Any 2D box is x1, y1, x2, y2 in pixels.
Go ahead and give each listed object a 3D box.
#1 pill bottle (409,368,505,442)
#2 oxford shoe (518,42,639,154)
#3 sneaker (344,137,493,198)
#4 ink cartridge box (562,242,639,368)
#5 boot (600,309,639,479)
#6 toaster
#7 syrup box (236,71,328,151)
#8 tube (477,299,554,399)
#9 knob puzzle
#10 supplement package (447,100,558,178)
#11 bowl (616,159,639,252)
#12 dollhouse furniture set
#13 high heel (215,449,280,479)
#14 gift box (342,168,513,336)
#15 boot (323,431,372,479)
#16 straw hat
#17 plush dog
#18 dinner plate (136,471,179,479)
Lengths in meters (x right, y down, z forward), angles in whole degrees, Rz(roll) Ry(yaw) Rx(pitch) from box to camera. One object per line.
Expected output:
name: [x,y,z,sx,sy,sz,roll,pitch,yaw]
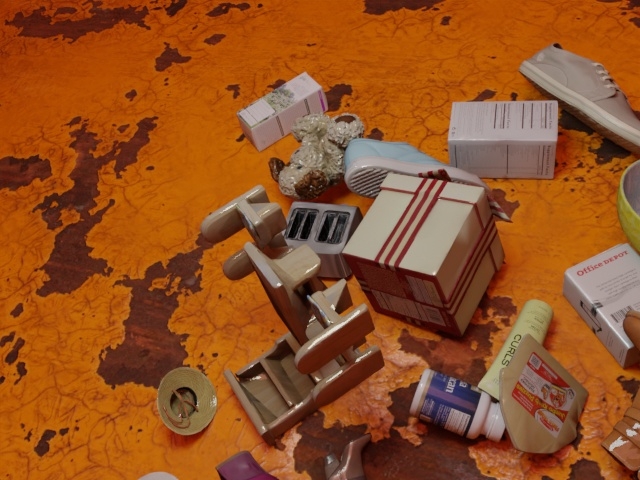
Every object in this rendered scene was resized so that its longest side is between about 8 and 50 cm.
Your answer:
pill bottle: [0.260,0.311,1.269,0.169,0.094,0.094,19,59,13]
oxford shoe: [0.656,-0.348,1.630,0.130,0.169,0.449,-47,47,14]
sneaker: [0.225,-0.161,1.547,0.366,0.135,0.150,13,48,-22]
ink cartridge box: [0.597,0.124,1.336,0.148,0.086,0.203,-24,50,-4]
boot: [0.565,0.282,1.170,0.220,0.109,0.283,-38,74,2]
toaster: [0.000,0.000,1.579,0.168,0.110,0.185,6,55,20]
syrup box: [-0.104,-0.359,1.896,0.237,0.096,0.093,-33,54,-12]
tube: [0.386,0.216,1.311,0.070,0.062,0.240,4,42,39]
knob puzzle: [0.388,0.298,1.234,0.213,0.030,0.213,9,69,-25]
supplement package: [0.436,-0.240,1.630,0.244,0.139,0.134,3,55,16]
bowl: [0.721,-0.024,1.358,0.289,0.156,0.289,2,46,-2]
dollhouse furniture set: [-0.083,0.176,1.280,0.256,0.394,0.362,-33,52,-11]
high heel: [-0.225,0.540,1.201,0.377,0.127,0.181,-37,42,-19]
gift box: [0.244,0.024,1.409,0.276,0.255,0.258,15,60,32]
boot: [0.064,0.426,1.280,0.118,0.042,0.087,-29,57,-7]
straw hat: [-0.292,0.341,1.420,0.061,0.144,0.144,-38,36,42]
plush dog: [-0.006,-0.179,1.664,0.225,0.210,0.262,-36,27,-17]
dinner plate: [-0.330,0.519,1.326,0.141,0.017,0.141,-6,52,8]
